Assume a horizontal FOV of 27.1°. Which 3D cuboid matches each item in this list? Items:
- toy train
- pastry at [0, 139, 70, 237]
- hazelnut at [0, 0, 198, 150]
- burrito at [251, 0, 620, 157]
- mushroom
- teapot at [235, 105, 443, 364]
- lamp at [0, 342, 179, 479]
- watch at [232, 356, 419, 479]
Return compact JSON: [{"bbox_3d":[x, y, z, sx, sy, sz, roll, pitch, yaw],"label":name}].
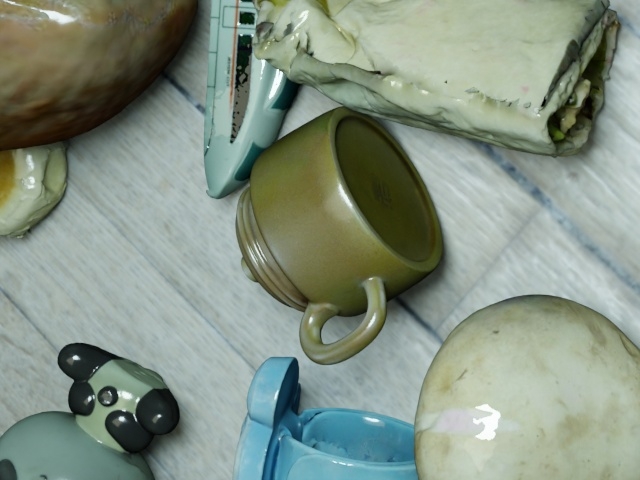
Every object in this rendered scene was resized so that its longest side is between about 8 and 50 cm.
[{"bbox_3d":[-0.057,-0.240,1.332,0.088,0.086,0.407,8,99,19],"label":"toy train"},{"bbox_3d":[-0.357,-0.083,1.489,0.165,0.088,0.166,1,92,24],"label":"pastry"},{"bbox_3d":[-0.313,-0.259,1.266,0.359,0.409,0.359,11,107,40],"label":"hazelnut"},{"bbox_3d":[0.099,-0.173,1.220,0.331,0.135,0.190,19,59,27],"label":"burrito"},{"bbox_3d":[0.191,0.176,1.187,0.184,0.255,0.255,4,98,60],"label":"mushroom"},{"bbox_3d":[0.000,0.000,1.262,0.175,0.185,0.268,-32,47,28],"label":"teapot"},{"bbox_3d":[-0.253,0.245,1.424,0.197,0.197,0.244,31,99,20],"label":"lamp"},{"bbox_3d":[0.019,0.222,1.297,0.193,0.211,0.211,11,100,10],"label":"watch"}]
